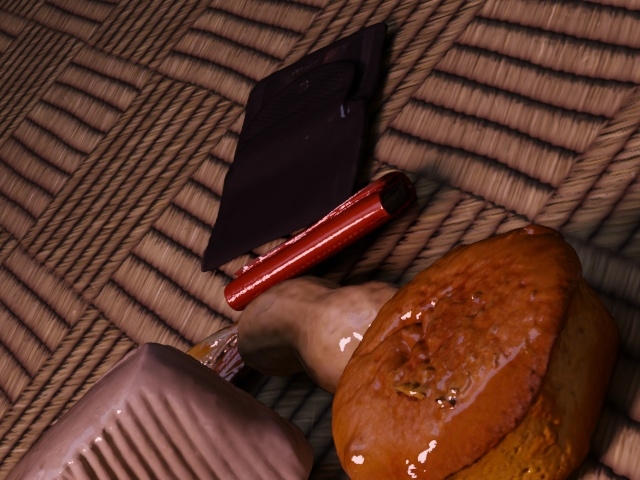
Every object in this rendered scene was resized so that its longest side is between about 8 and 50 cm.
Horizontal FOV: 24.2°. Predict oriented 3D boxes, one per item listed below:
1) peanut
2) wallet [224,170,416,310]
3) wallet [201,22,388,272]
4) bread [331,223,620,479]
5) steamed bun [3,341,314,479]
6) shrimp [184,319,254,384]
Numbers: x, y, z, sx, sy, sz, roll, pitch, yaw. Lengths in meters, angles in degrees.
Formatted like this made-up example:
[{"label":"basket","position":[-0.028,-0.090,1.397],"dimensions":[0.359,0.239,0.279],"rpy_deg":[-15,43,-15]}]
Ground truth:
[{"label":"peanut","position":[0.008,0.089,1.461],"dimensions":[0.263,0.101,0.117],"rpy_deg":[6,47,50]},{"label":"wallet","position":[0.000,0.000,1.571],"dimensions":[0.204,0.045,0.142],"rpy_deg":[-32,2,19]},{"label":"wallet","position":[-0.028,-0.121,1.811],"dimensions":[0.247,0.041,0.323],"rpy_deg":[-24,40,37]},{"label":"bread","position":[0.128,0.112,1.251],"dimensions":[0.268,0.146,0.268],"rpy_deg":[-34,29,22]},{"label":"steamed bun","position":[-0.194,0.290,1.375],"dimensions":[0.383,0.247,0.236],"rpy_deg":[-57,11,-13]},{"label":"shrimp","position":[-0.110,0.141,1.606],"dimensions":[0.217,0.051,0.115],"rpy_deg":[-36,33,14]}]
